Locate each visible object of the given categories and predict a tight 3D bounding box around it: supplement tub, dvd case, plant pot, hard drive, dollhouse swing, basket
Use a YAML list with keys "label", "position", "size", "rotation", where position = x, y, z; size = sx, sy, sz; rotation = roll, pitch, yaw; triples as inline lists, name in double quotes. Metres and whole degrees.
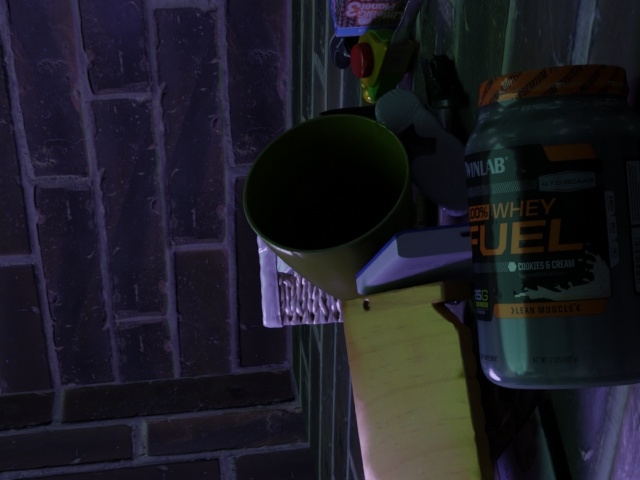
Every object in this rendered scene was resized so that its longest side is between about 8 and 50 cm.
- label: "supplement tub"
  position: [0.251, -0.013, 1.096]
  size: [0.193, 0.194, 0.316]
  rotation: [165, 101, -82]
- label: "dvd case"
  position: [0.305, 0.355, 1.509]
  size: [0.253, 0.022, 0.180]
  rotation: [99, 164, -59]
- label: "plant pot"
  position: [0.045, -0.016, 1.794]
  size: [0.293, 0.275, 0.274]
  rotation: [64, -168, -53]
- label: "hard drive"
  position: [0.180, 0.026, 1.533]
  size: [0.318, 0.210, 0.040]
  rotation: [123, 140, -76]
- label: "dollhouse swing"
  position: [0.220, 0.242, 1.643]
  size: [0.315, 0.305, 0.346]
  rotation: [-15, 81, 50]
- label: "basket"
  position: [0.000, 0.000, 2.383]
  size: [0.331, 0.267, 0.328]
  rotation: [-73, -19, -78]

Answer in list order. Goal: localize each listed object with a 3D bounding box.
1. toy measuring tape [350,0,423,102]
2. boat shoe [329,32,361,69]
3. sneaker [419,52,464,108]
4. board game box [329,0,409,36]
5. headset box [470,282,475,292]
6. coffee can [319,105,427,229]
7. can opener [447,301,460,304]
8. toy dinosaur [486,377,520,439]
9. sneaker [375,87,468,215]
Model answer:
- label: "toy measuring tape"
  position: [0.131, -0.398, 2.034]
  size: [0.330, 0.121, 0.121]
  rotation: [108, 157, -49]
- label: "boat shoe"
  position: [0.066, -0.468, 2.544]
  size: [0.206, 0.075, 0.065]
  rotation: [110, 158, -60]
- label: "sneaker"
  position: [0.202, -0.272, 1.787]
  size: [0.170, 0.051, 0.089]
  rotation: [-120, 24, -77]
- label: "board game box"
  position: [0.095, -0.579, 2.046]
  size: [0.291, 0.141, 0.232]
  rotation: [100, 164, -59]
- label: "headset box"
  position: [0.227, 0.075, 1.755]
  size: [0.083, 0.062, 0.032]
  rotation: [121, 143, -77]
- label: "coffee can"
  position: [0.104, -0.111, 2.022]
  size: [0.201, 0.202, 0.275]
  rotation: [-126, 32, -74]
- label: "can opener"
  position: [0.206, 0.096, 1.924]
  size: [0.186, 0.059, 0.073]
  rotation: [-149, 56, -80]
- label: "toy dinosaur"
  position: [0.273, 0.242, 1.536]
  size: [0.183, 0.053, 0.092]
  rotation: [77, -174, -72]
- label: "sneaker"
  position: [0.192, -0.130, 1.800]
  size: [0.268, 0.101, 0.153]
  rotation: [60, -178, 30]
